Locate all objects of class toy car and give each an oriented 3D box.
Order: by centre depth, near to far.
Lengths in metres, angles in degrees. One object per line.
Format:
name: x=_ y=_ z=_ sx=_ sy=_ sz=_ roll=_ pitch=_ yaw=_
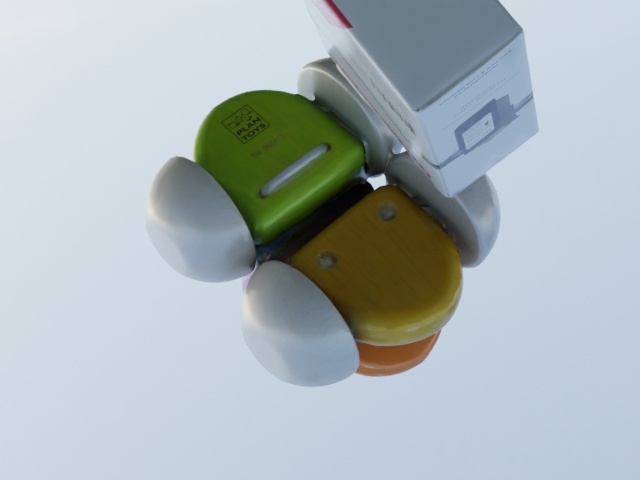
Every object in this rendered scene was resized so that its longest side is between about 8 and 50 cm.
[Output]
toy car: x=0.000 y=0.000 z=0.968 sx=0.159 sy=0.136 sz=0.182 roll=-38 pitch=-109 yaw=-20

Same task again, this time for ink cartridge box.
ink cartridge box: x=0.046 y=-0.094 z=0.824 sx=0.063 sy=0.109 sz=0.150 roll=-38 pitch=164 yaw=0
